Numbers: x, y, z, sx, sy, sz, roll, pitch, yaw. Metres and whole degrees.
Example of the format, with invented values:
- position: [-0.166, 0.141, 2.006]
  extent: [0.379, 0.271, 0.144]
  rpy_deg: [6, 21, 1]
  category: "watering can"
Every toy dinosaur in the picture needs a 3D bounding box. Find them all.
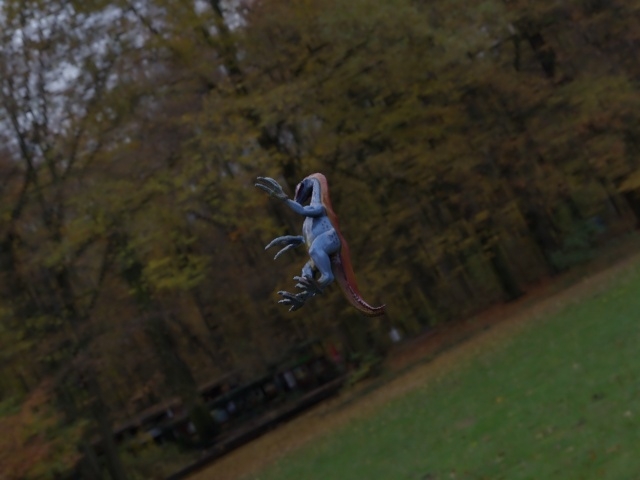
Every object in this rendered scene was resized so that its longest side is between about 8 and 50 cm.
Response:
- position: [0.000, 0.000, 0.610]
  extent: [0.047, 0.090, 0.082]
  rpy_deg: [115, 178, -55]
  category: "toy dinosaur"
